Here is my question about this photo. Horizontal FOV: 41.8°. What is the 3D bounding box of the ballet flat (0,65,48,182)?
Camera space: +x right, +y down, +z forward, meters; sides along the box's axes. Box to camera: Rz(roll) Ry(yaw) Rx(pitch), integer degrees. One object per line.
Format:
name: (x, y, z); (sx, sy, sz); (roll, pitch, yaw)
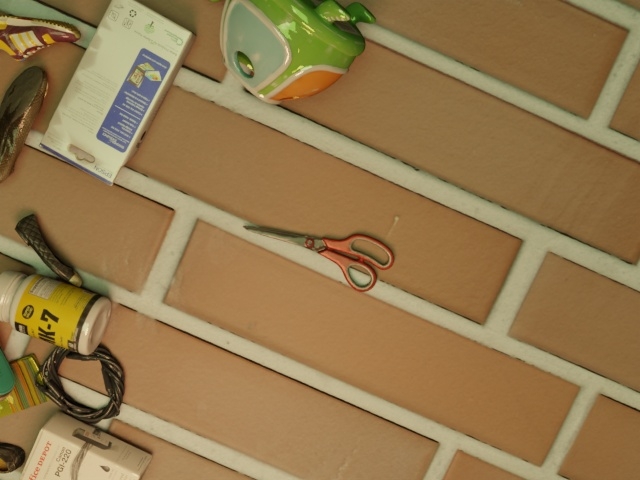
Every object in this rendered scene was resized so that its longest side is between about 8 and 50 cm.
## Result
ballet flat: (-0.586, -0.217, 1.617); (0.084, 0.058, 0.250); (26, 92, 33)

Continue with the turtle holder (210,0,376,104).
turtle holder: (-0.085, -0.392, 1.492); (0.320, 0.243, 0.227); (36, 114, -12)

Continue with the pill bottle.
pill bottle: (-0.525, 0.135, 1.623); (0.208, 0.119, 0.119); (18, 97, 3)

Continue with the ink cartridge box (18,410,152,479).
ink cartridge box: (-0.474, 0.463, 1.674); (0.217, 0.092, 0.159); (26, 104, -1)

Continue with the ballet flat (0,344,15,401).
ballet flat: (-0.700, 0.173, 1.640); (0.106, 0.107, 0.316); (-21, 86, 36)

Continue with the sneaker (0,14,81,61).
sneaker: (-0.545, -0.379, 1.591); (0.185, 0.069, 0.084); (9, 106, 6)

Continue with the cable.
cable: (-0.470, 0.284, 1.686); (0.184, 0.047, 0.150); (42, 89, -7)

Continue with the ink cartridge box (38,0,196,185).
ink cartridge box: (-0.386, -0.286, 1.597); (0.165, 0.065, 0.333); (30, 95, -3)

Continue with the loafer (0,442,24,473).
loafer: (-0.691, 0.434, 1.695); (0.170, 0.061, 0.062); (7, 98, 1)

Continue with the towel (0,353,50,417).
towel: (-0.671, 0.317, 1.701); (0.237, 0.021, 0.102); (-21, 96, 4)

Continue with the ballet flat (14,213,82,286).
ballet flat: (-0.528, 0.023, 1.644); (0.049, 0.057, 0.173); (-43, 98, -15)

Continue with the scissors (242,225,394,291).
scissors: (0.000, 0.000, 1.651); (0.297, 0.021, 0.109); (28, 99, -2)
